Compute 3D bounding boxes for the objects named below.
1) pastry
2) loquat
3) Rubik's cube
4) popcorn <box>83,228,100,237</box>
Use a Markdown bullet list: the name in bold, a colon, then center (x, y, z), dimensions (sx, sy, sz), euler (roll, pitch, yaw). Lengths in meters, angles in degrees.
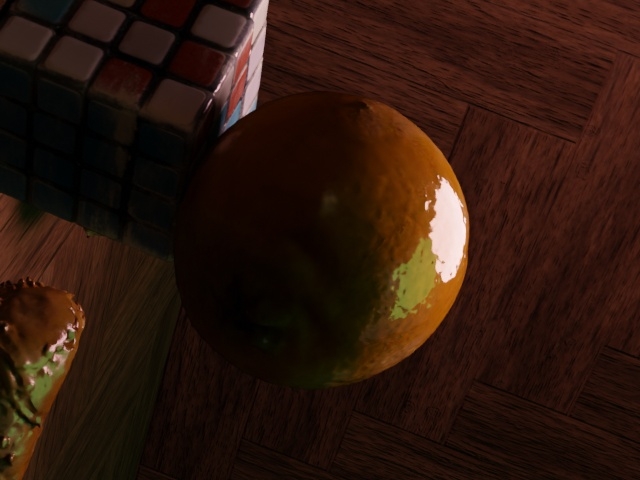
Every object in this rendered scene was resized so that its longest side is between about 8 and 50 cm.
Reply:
- **pastry**: center (-0.407, 0.188, 1.925), dimensions (0.255, 0.162, 0.311), euler (-124, -121, -82)
- **loquat**: center (0.000, 0.000, 1.715), dimensions (0.328, 0.328, 0.328), euler (21, 90, -87)
- **Rubik's cube**: center (-0.223, -0.176, 1.810), dimensions (0.259, 0.256, 0.253), euler (105, 8, -52)
- **popcorn**: center (-0.232, -0.126, 2.099), dimensions (0.282, 0.247, 0.282), euler (-173, -90, -89)
